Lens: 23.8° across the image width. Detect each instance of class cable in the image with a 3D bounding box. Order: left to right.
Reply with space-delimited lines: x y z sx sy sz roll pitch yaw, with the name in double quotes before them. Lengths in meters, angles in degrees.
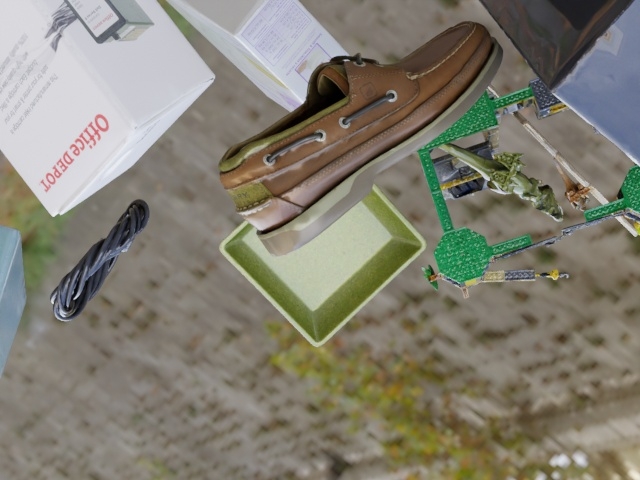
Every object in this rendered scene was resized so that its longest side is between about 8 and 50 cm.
"cable" -0.269 0.026 1.874 0.150 0.047 0.184 -43 -173 39

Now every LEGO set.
"LEGO set" 0.246 -0.076 1.754 0.331 0.255 0.192 -27 170 3

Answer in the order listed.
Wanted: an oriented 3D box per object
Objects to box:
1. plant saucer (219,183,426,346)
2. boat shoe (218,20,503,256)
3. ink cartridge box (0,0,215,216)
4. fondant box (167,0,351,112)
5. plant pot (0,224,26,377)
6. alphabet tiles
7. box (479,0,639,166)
"plant saucer" 0.000 0.000 1.826 0.188 0.188 0.045 -43 -157 1
"boat shoe" 0.041 -0.119 1.349 0.307 0.104 0.110 -43 -165 -27
"ink cartridge box" -0.253 -0.187 1.387 0.115 0.273 0.198 -38 -179 -38
"fondant box" -0.064 -0.267 2.061 0.096 0.330 0.238 -52 -132 -1
"plant pot" -0.520 0.126 1.909 0.247 0.248 0.252 109 -11 -63
"alphabet tiles" 0.289 -0.130 1.969 0.011 0.285 0.342 -45 -166 8
"box" 0.336 -0.162 1.394 0.179 0.312 0.343 -48 -161 14
